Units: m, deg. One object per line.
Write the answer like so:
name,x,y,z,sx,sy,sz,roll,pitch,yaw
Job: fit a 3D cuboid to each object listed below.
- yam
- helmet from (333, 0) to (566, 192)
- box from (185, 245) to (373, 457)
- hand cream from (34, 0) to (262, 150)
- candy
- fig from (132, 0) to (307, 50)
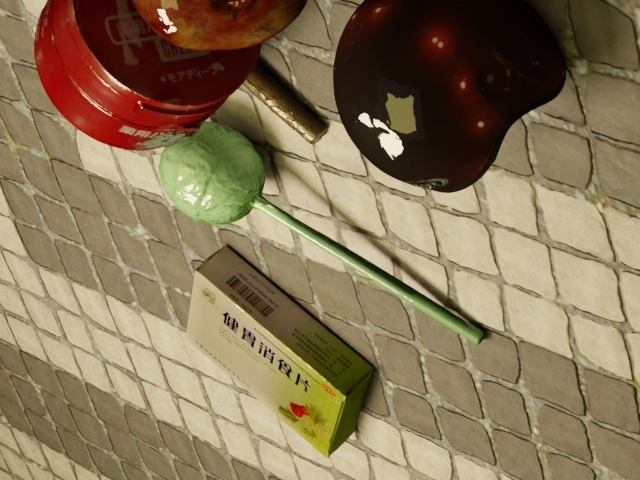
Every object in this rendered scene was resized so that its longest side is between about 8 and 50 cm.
yam,-0.053,-0.163,2.166,0.145,0.032,0.032,42,150,10
helmet,0.110,-0.155,1.819,0.189,0.193,0.216,-3,81,53
box,-0.057,0.145,2.501,0.260,0.062,0.175,40,150,17
hand cream,-0.188,-0.219,2.082,0.230,0.230,0.149,51,148,-5
candy,0.000,0.000,2.235,0.440,0.119,0.119,32,147,15
fig,-0.102,-0.287,1.949,0.205,0.205,0.205,34,147,25
